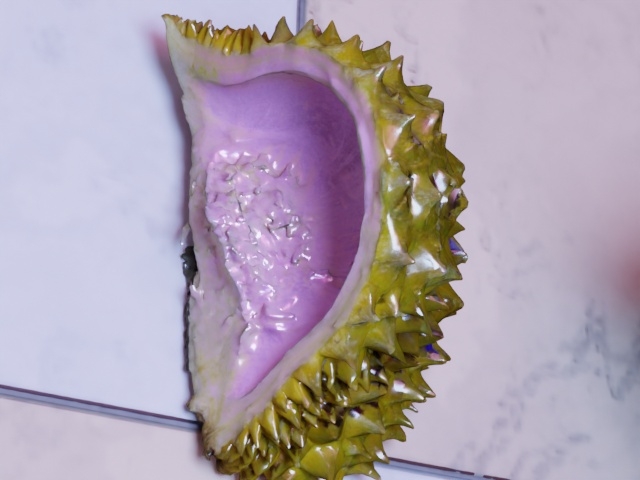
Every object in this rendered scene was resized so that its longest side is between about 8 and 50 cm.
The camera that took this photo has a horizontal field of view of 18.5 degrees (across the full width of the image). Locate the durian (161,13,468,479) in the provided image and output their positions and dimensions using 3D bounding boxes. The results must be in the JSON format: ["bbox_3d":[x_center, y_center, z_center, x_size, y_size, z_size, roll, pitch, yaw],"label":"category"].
[{"bbox_3d":[0.000,-0.001,0.836,0.132,0.165,0.182,-11,45,6],"label":"durian"}]
